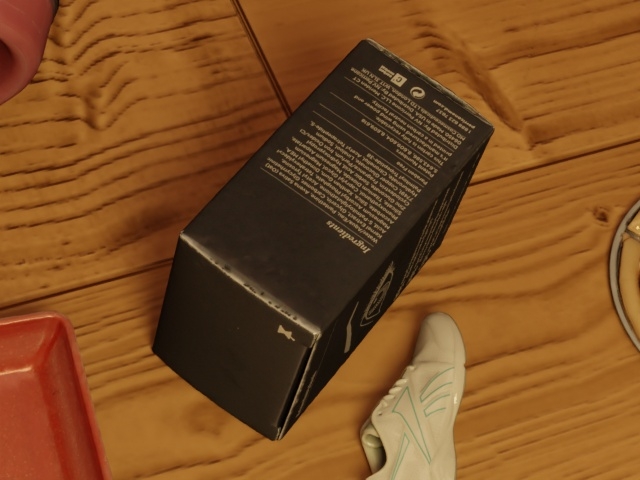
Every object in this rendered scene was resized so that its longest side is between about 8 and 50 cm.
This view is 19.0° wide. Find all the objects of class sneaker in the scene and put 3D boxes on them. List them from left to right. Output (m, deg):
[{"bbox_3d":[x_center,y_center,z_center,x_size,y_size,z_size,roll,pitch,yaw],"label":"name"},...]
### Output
[{"bbox_3d":[0.059,0.110,1.232,0.061,0.054,0.152,11,58,-3],"label":"sneaker"}]

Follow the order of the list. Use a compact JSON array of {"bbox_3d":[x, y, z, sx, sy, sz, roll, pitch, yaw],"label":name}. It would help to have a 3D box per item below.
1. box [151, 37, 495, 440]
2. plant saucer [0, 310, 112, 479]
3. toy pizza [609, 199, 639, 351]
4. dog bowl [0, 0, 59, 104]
[{"bbox_3d":[0.000,0.000,1.226,0.108,0.153,0.207,36,57,10],"label":"box"},{"bbox_3d":[-0.247,0.180,1.119,0.259,0.048,0.258,-9,62,-17],"label":"plant saucer"},{"bbox_3d":[0.303,0.033,1.349,0.201,0.032,0.201,6,58,-10],"label":"toy pizza"},{"bbox_3d":[-0.338,-0.166,1.124,0.408,0.408,0.150,-2,77,-14],"label":"dog bowl"}]
